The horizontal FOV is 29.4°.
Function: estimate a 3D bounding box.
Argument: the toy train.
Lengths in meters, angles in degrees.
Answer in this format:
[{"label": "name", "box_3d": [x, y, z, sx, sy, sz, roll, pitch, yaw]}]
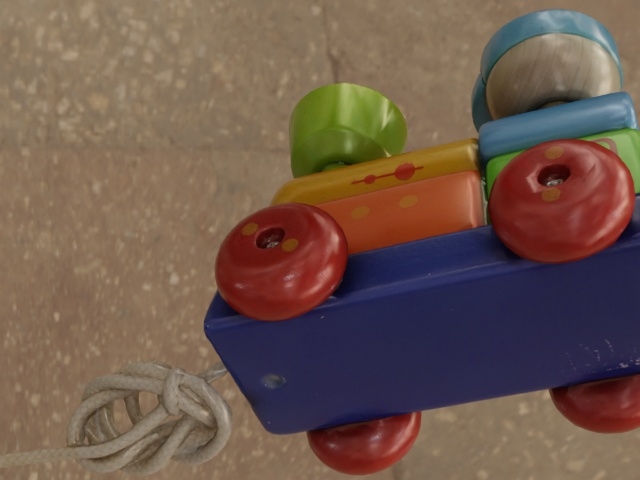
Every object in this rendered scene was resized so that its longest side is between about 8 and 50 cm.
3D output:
[{"label": "toy train", "box_3d": [0.000, 0.000, 0.438, 0.248, 0.105, 0.143, -12, 42, 15]}]
